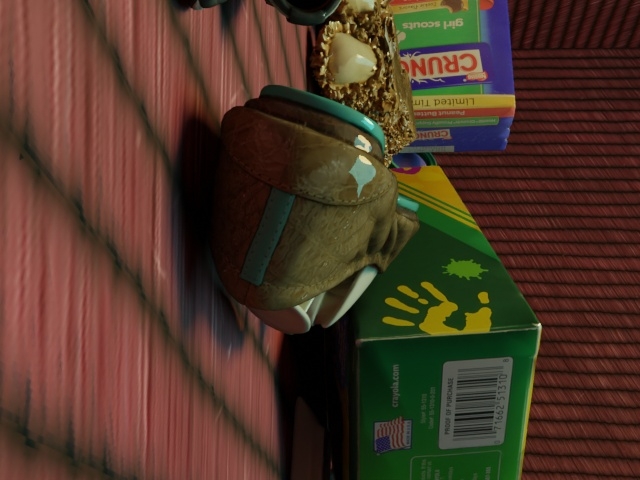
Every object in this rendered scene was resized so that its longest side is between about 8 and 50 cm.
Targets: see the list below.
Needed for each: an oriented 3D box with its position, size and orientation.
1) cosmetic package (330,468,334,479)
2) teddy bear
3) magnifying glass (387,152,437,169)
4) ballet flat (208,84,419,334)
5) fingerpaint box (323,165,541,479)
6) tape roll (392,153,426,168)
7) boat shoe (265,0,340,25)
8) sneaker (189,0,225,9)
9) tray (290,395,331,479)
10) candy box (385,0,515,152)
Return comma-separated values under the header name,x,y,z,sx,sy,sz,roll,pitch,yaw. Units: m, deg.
name,x,y,z,sx,sy,sz,roll,pitch,yaw
cosmetic package,0.103,0.431,1.088,0.151,0.183,0.151,66,26,-76
teddy bear,0.043,-0.205,0.884,0.338,0.113,0.245,-15,99,-76
magnifying glass,0.112,-0.179,1.192,0.231,0.092,0.026,54,-39,26
ballet flat,0.000,0.000,0.467,0.342,0.116,0.124,14,97,-84
fingerpaint box,0.091,0.187,0.816,0.371,0.163,0.445,-99,-174,-63
tape roll,0.126,-0.102,1.280,0.189,0.080,0.189,43,-39,49
boat shoe,-0.010,-0.224,0.342,0.079,0.084,0.233,-93,-178,-53
sneaker,-0.040,-0.128,0.326,0.083,0.035,0.031,-80,168,-57
tray,-0.012,0.301,0.709,0.145,0.030,0.270,73,19,-69
candy box,0.167,-0.301,1.156,0.122,0.268,0.317,76,16,-62
